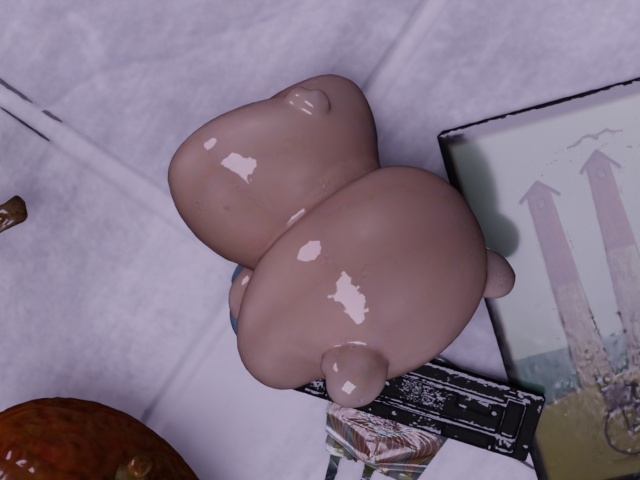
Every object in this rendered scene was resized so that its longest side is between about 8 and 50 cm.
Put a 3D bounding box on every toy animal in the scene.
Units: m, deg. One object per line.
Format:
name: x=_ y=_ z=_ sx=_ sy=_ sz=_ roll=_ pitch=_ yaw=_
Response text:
toy animal: x=0.007 y=-0.012 z=1.103 sx=0.230 sy=0.210 sz=0.221 roll=7 pitch=118 yaw=47

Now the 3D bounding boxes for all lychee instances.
lychee: x=-0.197 y=0.245 z=1.197 sx=0.255 sy=0.255 sz=0.300 roll=45 pitch=119 yaw=-4

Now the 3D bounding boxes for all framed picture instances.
framed picture: x=0.252 y=0.036 z=1.165 sx=0.244 sy=0.013 sz=0.323 roll=-15 pitch=104 yaw=14

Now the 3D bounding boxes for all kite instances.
kite: x=0.049 y=0.188 z=1.248 sx=0.127 sy=0.016 sz=0.229 roll=17 pitch=108 yaw=9

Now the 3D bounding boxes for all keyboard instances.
keyboard: x=0.078 y=0.124 z=1.212 sx=0.204 sy=0.013 sz=0.061 roll=16 pitch=107 yaw=8

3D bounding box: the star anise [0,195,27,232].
star anise: x=-0.433 y=0.011 z=1.239 sx=0.350 sy=0.109 sz=0.292 roll=20 pitch=114 yaw=4
